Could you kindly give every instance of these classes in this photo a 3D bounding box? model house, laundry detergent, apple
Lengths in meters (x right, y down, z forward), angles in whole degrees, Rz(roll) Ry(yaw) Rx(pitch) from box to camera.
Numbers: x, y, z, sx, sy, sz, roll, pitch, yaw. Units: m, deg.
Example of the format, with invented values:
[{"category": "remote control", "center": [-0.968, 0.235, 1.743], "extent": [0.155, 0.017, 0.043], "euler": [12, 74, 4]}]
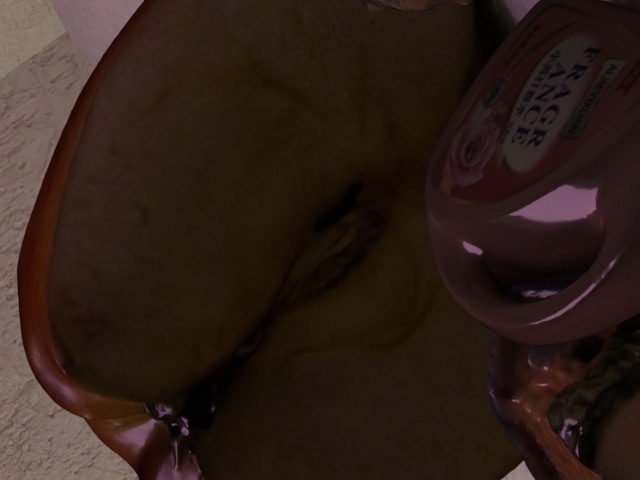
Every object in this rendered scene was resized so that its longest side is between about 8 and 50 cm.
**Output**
[{"category": "model house", "center": [0.182, 0.066, 0.938], "extent": [0.166, 0.183, 0.172], "euler": [58, 170, -27]}, {"category": "laundry detergent", "center": [0.138, -0.021, 0.867], "extent": [0.076, 0.171, 0.237], "euler": [33, -177, -28]}, {"category": "apple", "center": [0.000, 0.000, 1.120], "extent": [0.329, 0.365, 0.295], "euler": [36, 166, 29]}]

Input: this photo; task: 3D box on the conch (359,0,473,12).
[{"category": "conch", "center": [0.046, -0.187, 0.818], "extent": [0.155, 0.130, 0.207], "euler": [41, 159, -7]}]
